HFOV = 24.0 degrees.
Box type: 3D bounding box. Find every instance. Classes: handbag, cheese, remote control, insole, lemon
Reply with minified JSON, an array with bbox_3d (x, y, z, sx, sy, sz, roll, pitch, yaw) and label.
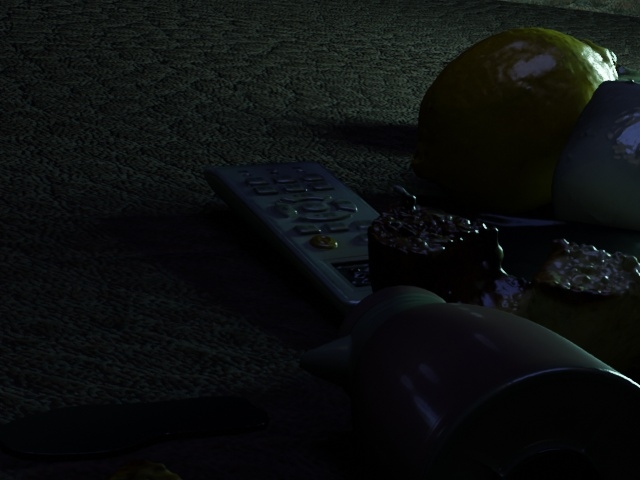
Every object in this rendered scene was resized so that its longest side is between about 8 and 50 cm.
[{"bbox_3d":[0.242,0.047,1.242,0.246,0.080,0.223,8,17,-8],"label":"handbag"},{"bbox_3d":[0.317,-0.048,1.436,0.198,0.154,0.189,41,60,-2],"label":"cheese"},{"bbox_3d":[0.000,0.000,1.306,0.109,0.055,0.313,-4,26,-26],"label":"remote control"},{"bbox_3d":[-0.112,0.113,0.922,0.188,0.004,0.064,-2,21,-38],"label":"insole"},{"bbox_3d":[0.208,-0.127,1.583,0.256,0.188,0.188,-29,27,-10],"label":"lemon"}]

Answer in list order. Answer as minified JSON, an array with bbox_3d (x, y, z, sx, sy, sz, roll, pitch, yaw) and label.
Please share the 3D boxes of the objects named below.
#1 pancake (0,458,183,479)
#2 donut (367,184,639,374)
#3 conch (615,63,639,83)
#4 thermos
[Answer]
[{"bbox_3d":[-0.189,0.137,0.696,0.244,0.057,0.266,23,21,39],"label":"pancake"},{"bbox_3d":[0.125,0.054,1.051,0.217,0.141,0.085,11,23,31],"label":"donut"},{"bbox_3d":[0.352,-0.115,1.723,0.291,0.159,0.210,21,17,25],"label":"conch"},{"bbox_3d":[0.096,0.102,0.862,0.176,0.146,0.265,3,13,-14],"label":"thermos"}]
